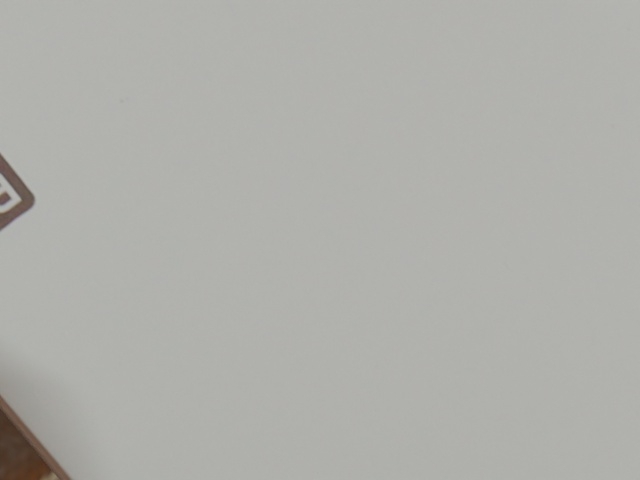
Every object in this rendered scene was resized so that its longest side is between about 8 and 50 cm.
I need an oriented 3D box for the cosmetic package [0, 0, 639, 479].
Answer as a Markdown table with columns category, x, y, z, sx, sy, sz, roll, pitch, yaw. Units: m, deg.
| category | x | y | z | sx | sy | sz | roll | pitch | yaw |
| --- | --- | --- | --- | --- | --- | --- | --- | --- | --- |
| cosmetic package | 0.005 | -0.020 | 0.549 | 0.217 | 0.156 | 0.385 | -39 | 105 | 1 |
